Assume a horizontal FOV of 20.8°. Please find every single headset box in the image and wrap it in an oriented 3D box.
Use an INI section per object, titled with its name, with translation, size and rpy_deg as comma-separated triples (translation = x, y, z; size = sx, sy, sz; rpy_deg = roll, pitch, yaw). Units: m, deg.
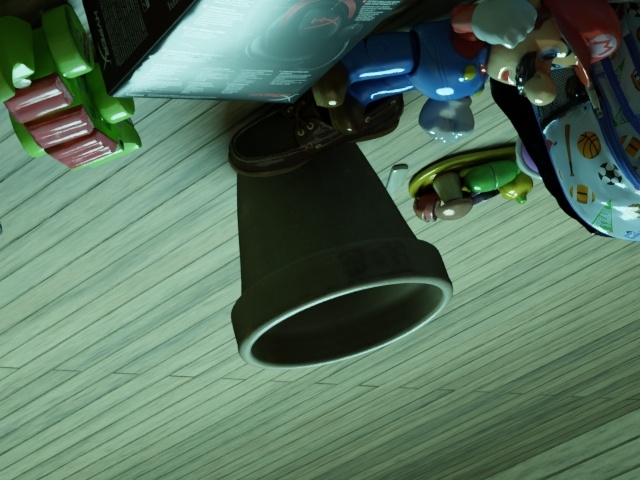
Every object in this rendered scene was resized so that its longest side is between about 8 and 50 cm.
[headset box]
translation = -0.044, -0.241, 1.550
size = 0.218, 0.110, 0.293
rpy_deg = -2, 155, -38

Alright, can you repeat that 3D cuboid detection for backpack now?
[backpack]
translation = 0.362, -0.135, 1.927
size = 0.276, 0.263, 0.213
rpy_deg = -3, 166, -33

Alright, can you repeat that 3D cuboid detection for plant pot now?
[plant pot]
translation = 0.000, 0.000, 2.054
size = 0.263, 0.229, 0.263
rpy_deg = -15, 161, -5

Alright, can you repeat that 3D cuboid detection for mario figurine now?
[mario figurine]
translation = 0.155, -0.172, 1.801
size = 0.320, 0.170, 0.198
rpy_deg = -14, -164, 13

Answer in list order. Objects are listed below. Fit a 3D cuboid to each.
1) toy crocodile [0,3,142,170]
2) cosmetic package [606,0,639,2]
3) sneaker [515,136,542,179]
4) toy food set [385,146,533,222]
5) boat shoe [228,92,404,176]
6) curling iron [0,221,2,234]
[toy crocodile]
translation = -0.255, -0.132, 1.672
size = 0.115, 0.105, 0.340
rpy_deg = -19, 161, 6
[cosmetic package]
translation = 0.407, -0.285, 1.817
size = 0.239, 0.060, 0.099
rpy_deg = -4, 178, -20
[sneaker]
translation = 0.390, -0.147, 2.212
size = 0.305, 0.114, 0.152
rpy_deg = -13, 174, 0
[toy food set]
translation = 0.191, -0.059, 2.292
size = 0.217, 0.071, 0.128
rpy_deg = -11, 159, -18
[boat shoe]
translation = -0.006, -0.134, 1.936
size = 0.207, 0.073, 0.073
rpy_deg = -21, 160, -10
[curling iron]
translation = -0.493, 0.015, 1.970
size = 0.274, 0.035, 0.068
rpy_deg = -17, 164, 1
